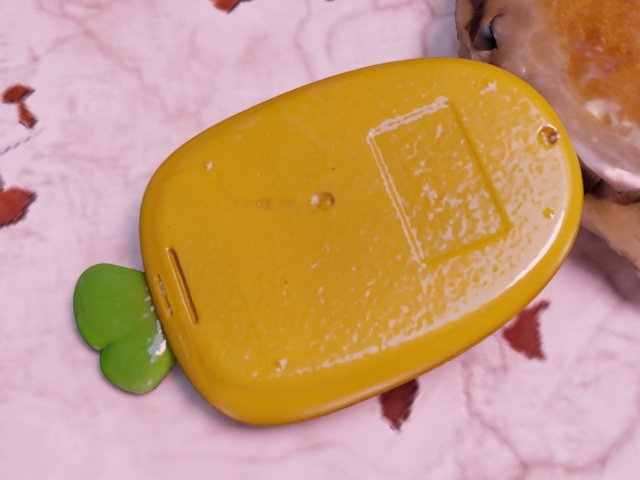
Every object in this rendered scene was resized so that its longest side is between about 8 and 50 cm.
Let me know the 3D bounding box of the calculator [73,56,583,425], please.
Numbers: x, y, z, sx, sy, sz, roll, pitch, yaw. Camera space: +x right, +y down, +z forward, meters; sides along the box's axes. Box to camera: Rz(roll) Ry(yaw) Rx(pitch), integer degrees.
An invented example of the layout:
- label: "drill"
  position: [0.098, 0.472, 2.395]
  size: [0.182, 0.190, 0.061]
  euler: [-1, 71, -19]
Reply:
- label: "calculator"
  position: [0.000, 0.000, 0.562]
  size: [0.235, 0.032, 0.146]
  euler: [-24, 69, 3]

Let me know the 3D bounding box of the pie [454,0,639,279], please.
- label: "pie"
  position: [0.230, -0.102, 0.652]
  size: [0.339, 0.077, 0.339]
  euler: [4, 58, -6]
